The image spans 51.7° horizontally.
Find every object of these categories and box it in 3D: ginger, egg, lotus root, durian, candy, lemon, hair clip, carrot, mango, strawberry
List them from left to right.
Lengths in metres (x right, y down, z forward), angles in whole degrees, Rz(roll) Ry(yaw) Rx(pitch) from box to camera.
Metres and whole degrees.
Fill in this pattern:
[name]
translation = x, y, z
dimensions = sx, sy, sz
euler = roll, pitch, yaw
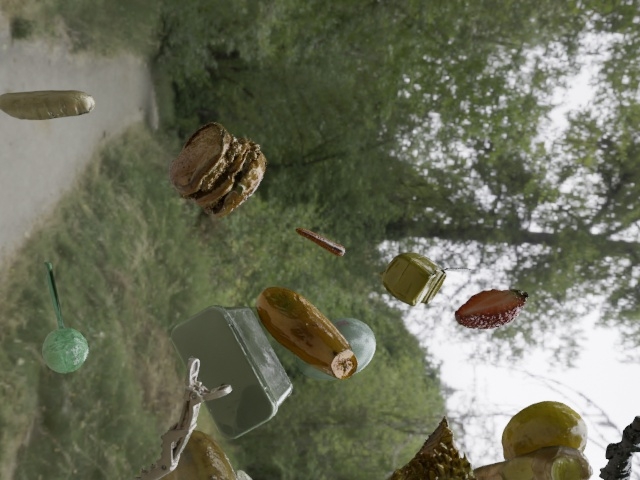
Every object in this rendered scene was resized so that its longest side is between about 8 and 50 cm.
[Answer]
[candy]
translation = -0.761, 0.208, 1.916
dimensions = 0.439, 0.119, 0.119
euler = 56, -38, 44
[hair clip]
translation = -0.197, 0.276, 0.936
dimensions = 0.225, 0.072, 0.034
euler = -63, 172, 12
[lotus root]
translation = -0.237, 0.540, 1.360
dimensions = 0.169, 0.152, 0.342
euler = -61, -138, 18
[mango]
translation = -0.041, 0.258, 1.849
dimensions = 0.144, 0.359, 0.187
euler = -50, 162, -5
[carrot]
translation = 0.000, 0.000, 2.045
dimensions = 0.037, 0.190, 0.037
euler = -36, -141, 36
[egg]
translation = 0.047, 0.340, 2.052
dimensions = 0.183, 0.264, 0.182
euler = 49, -31, 43
[durian]
translation = 0.221, 0.536, 1.340
dimensions = 0.195, 0.186, 0.305
euler = 46, -71, 33
[strawberry]
translation = 0.534, 0.229, 2.058
dimensions = 0.175, 0.236, 0.106
euler = -83, 161, -70
[ginger]
translation = 0.441, 0.493, 1.417
dimensions = 0.295, 0.131, 0.086
euler = -26, -100, 42
[lemon]
translation = 0.522, 0.468, 1.551
dimensions = 0.170, 0.207, 0.170
euler = 55, 9, -13

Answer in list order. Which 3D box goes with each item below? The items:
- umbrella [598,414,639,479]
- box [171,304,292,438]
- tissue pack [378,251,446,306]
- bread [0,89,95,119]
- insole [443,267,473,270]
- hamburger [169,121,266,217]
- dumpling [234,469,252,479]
[umbrella]
translation = 0.793, 0.540, 1.720
dimensions = 0.071, 0.080, 0.224
euler = -77, 176, -60
[box]
translation = -0.244, 0.369, 1.963
dimensions = 0.351, 0.178, 0.344
euler = 60, 6, 8
[tissue pack]
translation = 0.235, 0.094, 1.691
dimensions = 0.123, 0.127, 0.178
euler = -59, 158, 13
[bread]
translation = -0.610, -0.297, 1.470
dimensions = 0.073, 0.215, 0.053
euler = 86, 2, -63
[insole]
translation = 0.342, 0.074, 1.656
dimensions = 0.188, 0.064, 0.004
euler = 66, 31, -85
[hamburger]
translation = -0.273, -0.203, 1.841
dimensions = 0.245, 0.211, 0.260
euler = -15, -135, 44
[dumpling]
translation = -0.178, 0.681, 1.623
dimensions = 0.126, 0.167, 0.216
euler = -52, -155, 9
